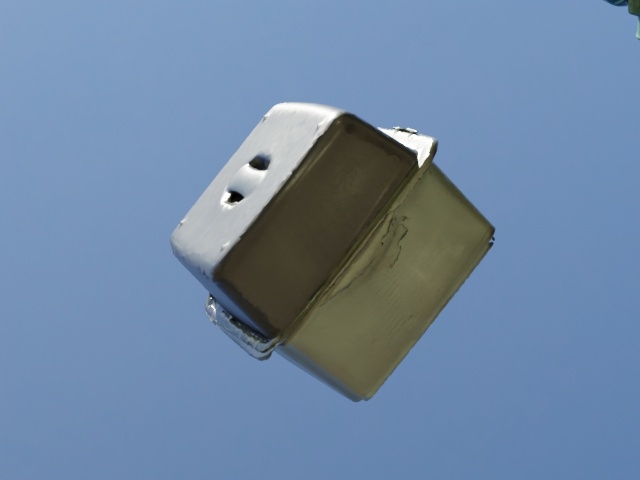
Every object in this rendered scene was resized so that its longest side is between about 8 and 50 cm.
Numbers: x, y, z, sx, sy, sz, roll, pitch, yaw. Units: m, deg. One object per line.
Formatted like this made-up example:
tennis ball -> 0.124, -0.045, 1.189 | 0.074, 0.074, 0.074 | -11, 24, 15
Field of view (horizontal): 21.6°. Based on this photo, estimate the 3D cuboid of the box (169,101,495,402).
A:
box -> 0.000, 0.000, 1.379 | 0.166, 0.290, 0.220 | 39, -95, -15

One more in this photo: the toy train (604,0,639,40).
toy train -> 0.321, -0.273, 1.426 | 0.163, 0.203, 0.112 | -20, -150, -34
